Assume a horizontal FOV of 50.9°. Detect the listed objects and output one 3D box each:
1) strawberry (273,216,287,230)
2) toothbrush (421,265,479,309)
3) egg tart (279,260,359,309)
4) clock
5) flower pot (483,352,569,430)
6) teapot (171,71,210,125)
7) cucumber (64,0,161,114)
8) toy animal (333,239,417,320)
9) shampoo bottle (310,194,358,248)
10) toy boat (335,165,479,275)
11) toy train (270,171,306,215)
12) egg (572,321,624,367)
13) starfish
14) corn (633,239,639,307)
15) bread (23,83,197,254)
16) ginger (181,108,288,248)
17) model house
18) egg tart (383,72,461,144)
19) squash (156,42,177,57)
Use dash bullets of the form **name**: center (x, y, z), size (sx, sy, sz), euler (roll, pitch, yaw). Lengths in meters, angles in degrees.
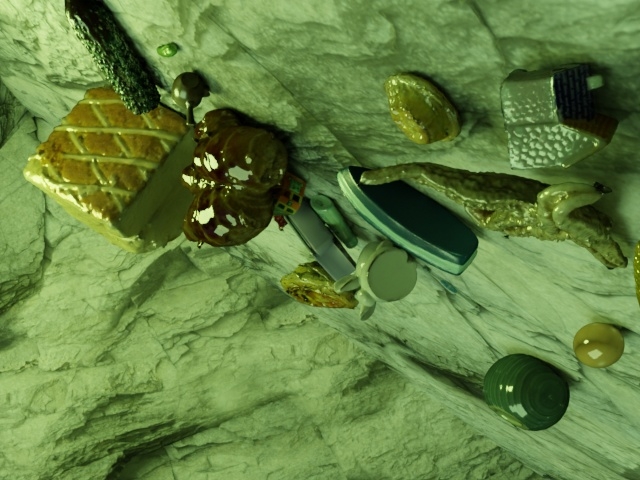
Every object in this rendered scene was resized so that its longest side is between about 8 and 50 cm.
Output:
- **strawberry**: center (-0.126, -0.100, 1.754), size (0.145, 0.086, 0.145), euler (40, 171, 8)
- **toothbrush**: center (0.302, 0.110, 1.560), size (0.162, 0.014, 0.017), euler (36, -174, -1)
- **egg tart**: center (0.005, 0.142, 2.239), size (0.297, 0.132, 0.297), euler (19, 162, 6)
- **clock**: center (0.001, 0.000, 1.682), size (0.144, 0.073, 0.193), euler (49, -178, -46)
- **flower pot**: center (0.504, 0.376, 1.661), size (0.189, 0.157, 0.243), euler (35, 169, -3)
- **teapot**: center (-0.268, -0.298, 1.420), size (0.085, 0.110, 0.080), euler (-5, 162, -19)
- **cucumber**: center (-0.464, -0.422, 1.510), size (0.096, 0.096, 0.359), euler (31, 164, 21)
- **toy animal**: center (0.133, 0.089, 1.554), size (0.127, 0.178, 0.193), euler (41, 165, -10)
- **shampoo bottle**: center (0.041, -0.041, 1.640), size (0.069, 0.041, 0.190), euler (23, 162, 39)
- **toy boat**: center (0.149, -0.051, 1.215), size (0.299, 0.096, 0.061), euler (35, 157, 17)
- **toy train**: center (-0.120, -0.111, 1.610), size (0.072, 0.099, 0.188), euler (20, 166, -41)
- **egg**: center (0.488, 0.181, 1.176), size (0.080, 0.080, 0.096), euler (33, 160, 15)
- **starfish**: center (0.237, -0.045, 0.847), size (0.324, 0.082, 0.432), euler (22, -174, 35)
- **corn**: center (0.443, 0.065, 0.828), size (0.106, 0.106, 0.305), euler (27, 167, 35)
- **bread**: center (-0.535, -0.197, 1.862), size (0.390, 0.371, 0.279), euler (27, 161, 22)
- **ginger**: center (-0.218, -0.126, 1.505), size (0.274, 0.152, 0.357), euler (36, 125, 24)
- **model house**: center (0.250, -0.133, 0.697), size (0.100, 0.088, 0.100), euler (-3, 111, 34)
- **egg tart**: center (0.131, -0.172, 0.919), size (0.129, 0.049, 0.129), euler (36, 168, 9)
- **squash**: center (-0.314, -0.387, 1.372), size (0.027, 0.027, 0.089), euler (43, 167, -29)
